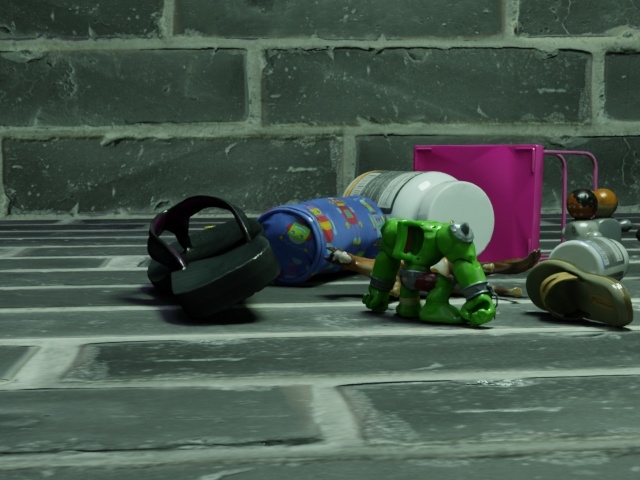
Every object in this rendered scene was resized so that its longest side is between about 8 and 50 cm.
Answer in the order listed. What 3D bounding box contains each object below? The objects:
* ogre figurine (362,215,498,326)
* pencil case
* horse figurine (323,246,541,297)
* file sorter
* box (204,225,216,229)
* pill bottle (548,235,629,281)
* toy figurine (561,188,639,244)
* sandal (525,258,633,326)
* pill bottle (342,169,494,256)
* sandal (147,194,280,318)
[{"bbox_3d":[0.124,0.033,1.410,0.097,0.118,0.197,-2,5,-20],"label":"ogre figurine"},{"bbox_3d":[0.000,0.000,1.874,0.119,0.133,0.306,45,20,14],"label":"pencil case"},{"bbox_3d":[0.155,0.043,1.605,0.263,0.066,0.174,-2,5,-19],"label":"horse figurine"},{"bbox_3d":[0.326,-0.064,2.162,0.182,0.202,0.290,0,3,-40],"label":"file sorter"},{"bbox_3d":[-0.091,0.012,1.931,0.058,0.087,0.232,0,5,32],"label":"box"},{"bbox_3d":[0.364,0.034,1.636,0.078,0.078,0.137,2,5,32],"label":"pill bottle"},{"bbox_3d":[0.490,-0.022,1.902,0.209,0.148,0.213,2,6,31],"label":"toy figurine"},{"bbox_3d":[0.285,0.066,1.388,0.049,0.072,0.180,-25,18,-20],"label":"sandal"},{"bbox_3d":[0.160,-0.038,2.059,0.162,0.162,0.278,-3,6,-29],"label":"pill bottle"},{"bbox_3d":[-0.149,0.000,1.588,0.167,0.107,0.446,-29,11,-11],"label":"sandal"}]
